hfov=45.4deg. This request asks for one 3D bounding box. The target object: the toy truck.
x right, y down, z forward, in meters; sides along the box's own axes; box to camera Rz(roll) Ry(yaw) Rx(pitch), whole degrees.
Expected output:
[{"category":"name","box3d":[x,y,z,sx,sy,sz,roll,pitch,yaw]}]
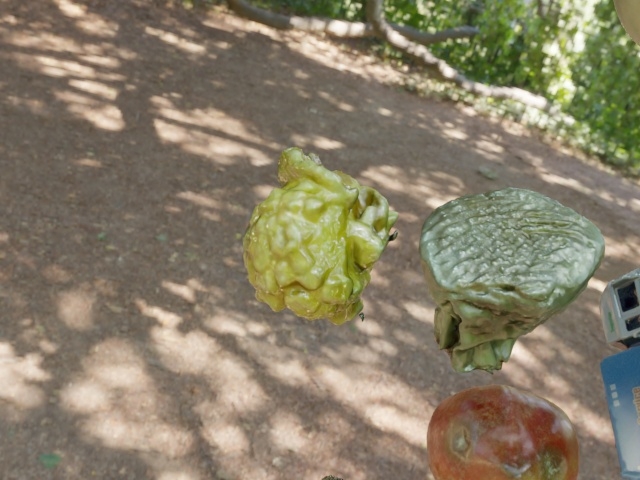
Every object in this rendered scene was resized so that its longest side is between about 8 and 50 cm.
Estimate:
[{"category":"toy truck","box3d":[0.488,0.202,1.024,0.146,0.175,0.367,23,53,-34]}]

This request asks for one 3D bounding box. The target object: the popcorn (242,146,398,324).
[{"category":"popcorn","box3d":[0.000,0.000,0.928,0.169,0.189,0.218,25,3,14]}]

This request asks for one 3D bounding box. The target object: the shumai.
[{"category":"shumai","box3d":[0.265,0.056,1.103,0.261,0.222,0.225,-23,50,-7]}]

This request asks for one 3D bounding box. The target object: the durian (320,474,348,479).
[{"category":"durian","box3d":[0.021,0.438,1.304,0.080,0.080,0.091,2,5,-33]}]

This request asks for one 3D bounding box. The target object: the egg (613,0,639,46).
[{"category":"egg","box3d":[0.619,-0.455,1.332,0.219,0.295,0.218,-2,49,3]}]

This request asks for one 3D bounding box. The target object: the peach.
[{"category":"peach","box3d":[0.279,0.331,1.171,0.232,0.232,0.256,23,-11,11]}]
